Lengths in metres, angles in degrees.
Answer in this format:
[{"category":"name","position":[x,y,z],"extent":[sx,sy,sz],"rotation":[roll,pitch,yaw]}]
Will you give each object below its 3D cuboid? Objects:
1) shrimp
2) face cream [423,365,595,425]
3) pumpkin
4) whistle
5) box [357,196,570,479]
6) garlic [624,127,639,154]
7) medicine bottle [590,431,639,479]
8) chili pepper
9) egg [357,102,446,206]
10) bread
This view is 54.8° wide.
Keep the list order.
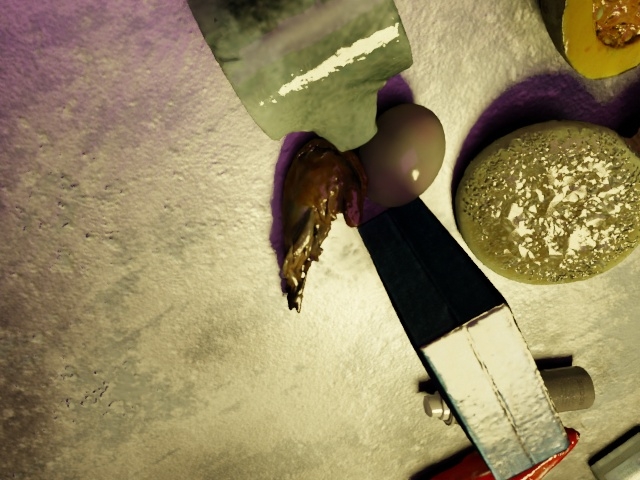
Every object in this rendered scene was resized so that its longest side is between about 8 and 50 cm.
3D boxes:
[{"category":"shrimp","position":[-0.009,0.001,0.795],"extent":[0.066,0.117,0.262],"rotation":[-19,125,-41]},{"category":"face cream","position":[0.310,0.259,1.024],"extent":[0.283,0.073,0.073],"rotation":[-4,118,-10]},{"category":"pumpkin","position":[0.343,-0.303,0.726],"extent":[0.217,0.110,0.217],"rotation":[-13,123,-20]},{"category":"whistle","position":[-0.052,-0.286,0.626],"extent":[0.168,0.188,0.405],"rotation":[-27,87,8]},{"category":"box","position":[0.175,0.116,0.801],"extent":[0.116,0.279,0.261],"rotation":[-30,119,6]},{"category":"garlic","position":[0.514,-0.089,0.841],"extent":[0.228,0.110,0.217],"rotation":[30,133,-34]},{"category":"medicine bottle","position":[0.616,0.406,1.164],"extent":[0.203,0.083,0.083],"rotation":[-42,118,12]},{"category":"chili pepper","position":[0.286,0.436,1.095],"extent":[0.387,0.110,0.110],"rotation":[-33,119,4]},{"category":"egg","position":[0.099,-0.104,0.768],"extent":[0.103,0.103,0.135],"rotation":[18,113,-20]},{"category":"bread","position":[0.315,-0.038,0.836],"extent":[0.266,0.040,0.267],"rotation":[6,126,8]}]
